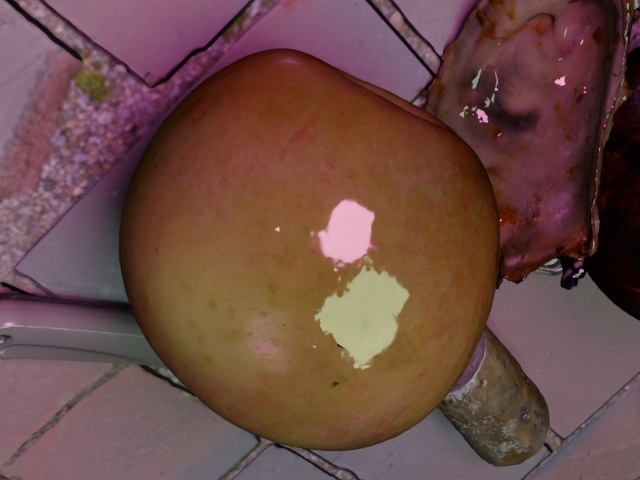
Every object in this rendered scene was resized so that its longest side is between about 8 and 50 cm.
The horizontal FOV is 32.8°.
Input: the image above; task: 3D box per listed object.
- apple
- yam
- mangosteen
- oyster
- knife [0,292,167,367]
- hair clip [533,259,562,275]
[{"bbox_3d":[0.000,0.000,0.886,0.319,0.319,0.277,18,116,-36],"label":"apple"},{"bbox_3d":[0.181,0.166,1.232,0.107,0.107,0.194,-39,131,2],"label":"yam"},{"bbox_3d":[0.363,-0.053,1.075,0.297,0.293,0.297,4,80,-24],"label":"mangosteen"},{"bbox_3d":[0.187,-0.131,0.995,0.096,0.221,0.361,-8,110,-50],"label":"oyster"},{"bbox_3d":[-0.196,0.095,1.029,0.266,0.040,0.073,8,129,-32],"label":"knife"},{"bbox_3d":[0.166,0.002,1.152,0.229,0.036,0.066,12,111,-25],"label":"hair clip"}]
